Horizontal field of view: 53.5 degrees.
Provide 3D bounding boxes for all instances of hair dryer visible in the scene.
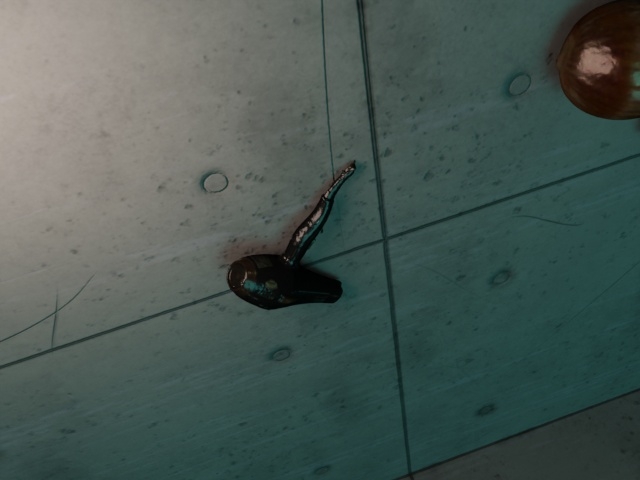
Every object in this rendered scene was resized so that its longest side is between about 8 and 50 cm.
[{"bbox_3d":[0.000,0.000,1.276,0.304,0.120,0.359,12,119,-44],"label":"hair dryer"}]

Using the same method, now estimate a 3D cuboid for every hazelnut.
[{"bbox_3d":[0.522,-0.315,1.113,0.214,0.176,0.214,3,109,9],"label":"hazelnut"}]
